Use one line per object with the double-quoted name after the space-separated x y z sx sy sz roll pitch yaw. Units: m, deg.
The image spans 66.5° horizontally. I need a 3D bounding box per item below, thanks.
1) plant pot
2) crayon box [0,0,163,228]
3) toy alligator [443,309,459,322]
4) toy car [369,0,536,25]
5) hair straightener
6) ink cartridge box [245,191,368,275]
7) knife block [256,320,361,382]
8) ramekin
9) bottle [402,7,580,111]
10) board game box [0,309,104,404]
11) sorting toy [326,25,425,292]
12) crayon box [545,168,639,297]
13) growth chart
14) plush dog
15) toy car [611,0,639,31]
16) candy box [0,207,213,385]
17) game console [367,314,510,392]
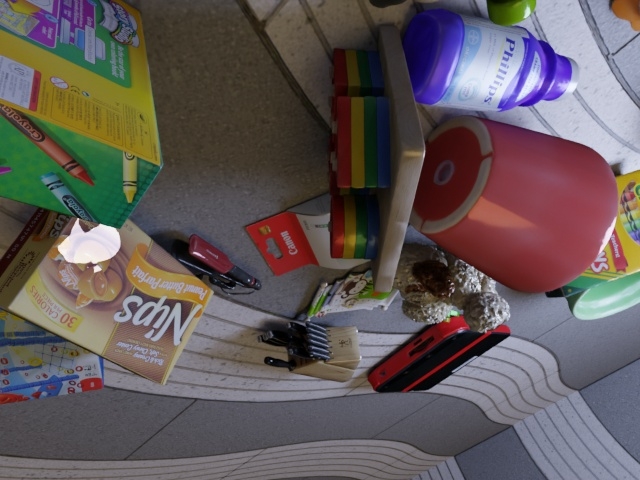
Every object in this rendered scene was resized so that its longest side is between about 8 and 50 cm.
0.290 -0.072 0.809 0.243 0.275 0.275 17 129 -26 "plant pot"
-0.242 -0.153 0.424 0.165 0.278 0.081 20 126 -40 "crayon box"
0.286 0.174 1.256 0.190 0.056 0.051 16 170 -38 "toy alligator"
0.132 -0.326 0.546 0.188 0.149 0.155 -4 146 27 "toy car"
-0.192 0.055 0.906 0.089 0.047 0.230 -15 153 26 "hair straightener"
0.000 0.000 0.909 0.225 0.056 0.181 -23 142 0 "ink cartridge box"
-0.031 0.279 1.195 0.242 0.088 0.275 -2 150 -7 "knife block"
0.739 0.055 1.236 0.303 0.148 0.303 -13 141 -10 "ramekin"
0.244 -0.241 0.686 0.283 0.092 0.118 -2 123 -27 "bottle"
-0.546 0.173 0.838 0.302 0.086 0.308 -4 140 -21 "board game box"
0.055 -0.105 0.655 0.089 0.255 0.257 1 140 -2 "sorting toy"
0.606 -0.023 1.035 0.318 0.202 0.081 -19 172 -4 "crayon box"
0.087 0.122 1.122 0.237 0.021 0.172 -5 139 -21 "growth chart"
0.230 0.067 0.997 0.225 0.210 0.262 13 172 -31 "plush dog"
0.522 -0.354 0.642 0.238 0.219 0.210 -6 150 29 "toy car"
-0.313 0.081 0.748 0.087 0.183 0.316 12 154 29 "candy box"
0.366 0.363 1.526 0.342 0.060 0.386 13 132 -43 "game console"
